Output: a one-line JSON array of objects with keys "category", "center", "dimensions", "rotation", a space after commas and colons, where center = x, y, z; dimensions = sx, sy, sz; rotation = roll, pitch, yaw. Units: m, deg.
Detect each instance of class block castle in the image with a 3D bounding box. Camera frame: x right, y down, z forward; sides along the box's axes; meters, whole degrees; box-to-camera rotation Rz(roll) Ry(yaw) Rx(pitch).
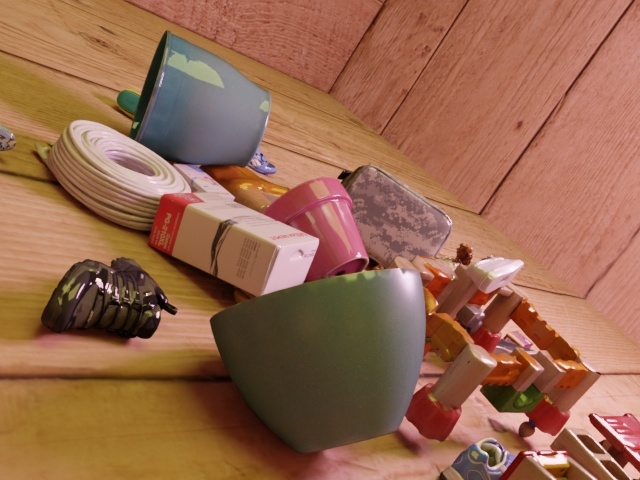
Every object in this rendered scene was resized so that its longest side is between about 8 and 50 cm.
[{"category": "block castle", "center": [0.267, 0.214, 1.381], "dimensions": [0.453, 0.212, 0.303], "rotation": [12, 30, -44]}]

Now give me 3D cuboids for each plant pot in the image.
[{"category": "plant pot", "center": [-0.256, -0.279, 1.639], "dimensions": [0.255, 0.271, 0.271], "rotation": [18, 21, -21]}, {"category": "plant pot", "center": [0.015, 0.170, 1.001], "dimensions": [0.290, 0.290, 0.195], "rotation": [6, 66, -56]}, {"category": "plant pot", "center": [0.000, 0.000, 1.547], "dimensions": [0.201, 0.201, 0.180], "rotation": [5, 48, -58]}]

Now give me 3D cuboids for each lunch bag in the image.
[{"category": "lunch bag", "center": [0.158, -0.051, 1.946], "dimensions": [0.305, 0.212, 0.256], "rotation": [33, -2, -5]}]

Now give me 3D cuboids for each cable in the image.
[{"category": "cable", "center": [-0.360, -0.118, 1.369], "dimensions": [0.257, 0.089, 0.257], "rotation": [15, 24, -46]}]

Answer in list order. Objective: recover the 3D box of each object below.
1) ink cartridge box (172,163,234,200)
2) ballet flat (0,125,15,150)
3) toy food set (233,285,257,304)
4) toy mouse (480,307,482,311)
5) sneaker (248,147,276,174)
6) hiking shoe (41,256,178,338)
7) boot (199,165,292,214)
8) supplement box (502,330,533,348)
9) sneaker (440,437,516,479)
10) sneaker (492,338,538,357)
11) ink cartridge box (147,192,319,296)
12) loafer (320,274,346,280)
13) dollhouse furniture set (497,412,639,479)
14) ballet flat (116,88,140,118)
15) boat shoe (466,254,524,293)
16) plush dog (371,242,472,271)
[{"category": "ink cartridge box", "center": [-0.255, -0.106, 1.591], "dimensions": [0.122, 0.052, 0.088], "rotation": [40, 18, 19]}, {"category": "ballet flat", "center": [-0.587, -0.178, 1.200], "dimensions": [0.188, 0.070, 0.070], "rotation": [24, 19, -21]}, {"category": "toy food set", "center": [-0.099, 0.109, 1.312], "dimensions": [0.132, 0.038, 0.192], "rotation": [27, 6, -36]}, {"category": "toy mouse", "center": [0.386, 0.172, 2.005], "dimensions": [0.161, 0.031, 0.143], "rotation": [26, 18, -23]}, {"category": "sneaker", "center": [-0.178, -0.230, 2.065], "dimensions": [0.144, 0.059, 0.053], "rotation": [28, 15, -20]}, {"category": "hiking shoe", "center": [-0.265, 0.082, 0.986], "dimensions": [0.114, 0.086, 0.227], "rotation": [32, 16, 9]}, {"category": "boot", "center": [-0.131, -0.119, 1.765], "dimensions": [0.211, 0.104, 0.295], "rotation": [43, 23, 28]}, {"category": "supplement box", "center": [0.500, 0.266, 1.929], "dimensions": [0.055, 0.043, 0.083], "rotation": [42, 20, 28]}, {"category": "sneaker", "center": [0.276, 0.360, 1.194], "dimensions": [0.080, 0.081, 0.211], "rotation": [42, 18, 34]}, {"category": "sneaker", "center": [0.387, 0.267, 1.703], "dimensions": [0.222, 0.083, 0.118], "rotation": [11, 4, -31]}, {"category": "ink cartridge box", "center": [-0.148, 0.002, 1.315], "dimensions": [0.237, 0.100, 0.172], "rotation": [24, 13, 20]}, {"category": "loafer", "center": [0.057, 0.111, 1.465], "dimensions": [0.109, 0.095, 0.302], "rotation": [41, 18, 21]}, {"category": "dollhouse furniture set", "center": [0.365, 0.378, 1.130], "dimensions": [0.374, 0.201, 0.152], "rotation": [12, 26, -36]}, {"category": "ballet flat", "center": [-0.395, -0.297, 1.852], "dimensions": [0.231, 0.077, 0.077], "rotation": [33, 0, 6]}, {"category": "boat shoe", "center": [0.331, 0.057, 1.444], "dimensions": [0.063, 0.066, 0.184], "rotation": [44, 32, 21]}, {"category": "plush dog", "center": [0.230, 0.117, 1.660], "dimensions": [0.225, 0.210, 0.262], "rotation": [-16, 47, -37]}]
